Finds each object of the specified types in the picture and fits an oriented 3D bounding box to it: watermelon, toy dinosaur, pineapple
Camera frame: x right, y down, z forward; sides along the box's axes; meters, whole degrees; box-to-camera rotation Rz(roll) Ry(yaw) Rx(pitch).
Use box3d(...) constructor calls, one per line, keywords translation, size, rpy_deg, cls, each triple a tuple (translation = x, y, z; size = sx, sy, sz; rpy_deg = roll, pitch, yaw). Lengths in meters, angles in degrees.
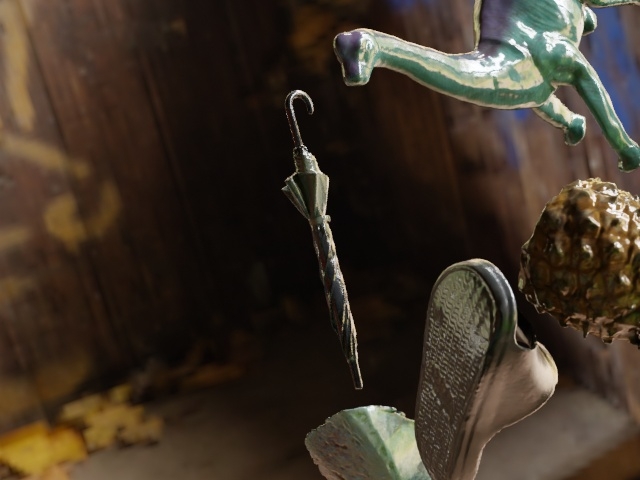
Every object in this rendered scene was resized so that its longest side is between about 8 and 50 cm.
box3d(translation=(0.069, 0.211, 1.877), size=(0.180, 0.081, 0.094), rpy_deg=(18, -16, -28), cls="watermelon")
box3d(translation=(0.157, -0.229, 1.753), size=(0.129, 0.331, 0.383), rpy_deg=(-28, 43, 43), cls="toy dinosaur")
box3d(translation=(0.285, 0.048, 1.570), size=(0.248, 0.128, 0.128), rpy_deg=(29, 46, 19), cls="pineapple")

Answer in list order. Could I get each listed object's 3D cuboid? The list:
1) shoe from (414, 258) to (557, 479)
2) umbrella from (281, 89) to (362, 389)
box3d(translation=(0.143, 0.108, 1.627), size=(0.093, 0.241, 0.108), rpy_deg=(-8, 45, -19), cls="shoe")
box3d(translation=(-0.005, 0.000, 1.712), size=(0.044, 0.269, 0.044), rpy_deg=(-6, -8, -36), cls="umbrella")
